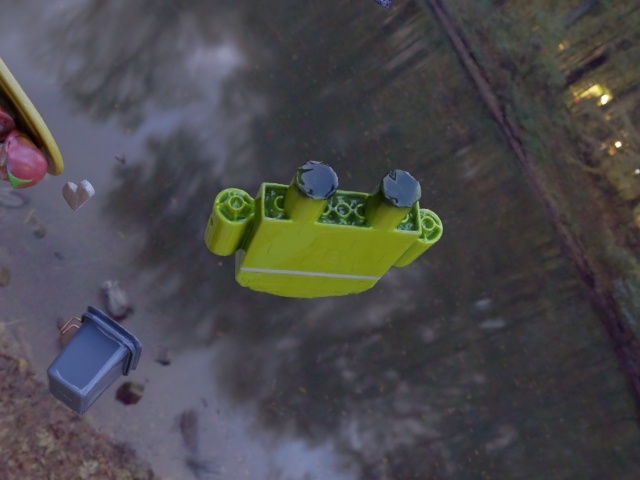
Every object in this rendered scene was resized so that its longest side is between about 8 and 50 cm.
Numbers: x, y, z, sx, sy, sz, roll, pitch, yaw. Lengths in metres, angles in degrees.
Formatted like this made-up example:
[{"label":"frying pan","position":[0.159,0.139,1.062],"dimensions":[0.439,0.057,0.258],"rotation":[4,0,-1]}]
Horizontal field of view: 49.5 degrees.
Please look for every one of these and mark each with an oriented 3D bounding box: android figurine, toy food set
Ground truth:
[{"label":"android figurine","position":[0.000,0.000,0.758],"dimensions":[0.248,0.273,0.056],"rotation":[4,66,-14]},{"label":"toy food set","position":[-0.284,-0.098,0.578],"dimensions":[0.071,0.128,0.218],"rotation":[-39,110,-23]}]

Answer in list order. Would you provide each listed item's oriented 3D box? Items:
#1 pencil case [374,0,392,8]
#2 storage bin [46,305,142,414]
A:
[{"label":"pencil case","position":[0.119,-0.332,0.754],"dimensions":[0.104,0.104,0.236],"rotation":[53,-12,-14]},{"label":"storage bin","position":[-0.291,0.152,0.857],"dimensions":[0.098,0.135,0.091],"rotation":[37,57,0]}]
